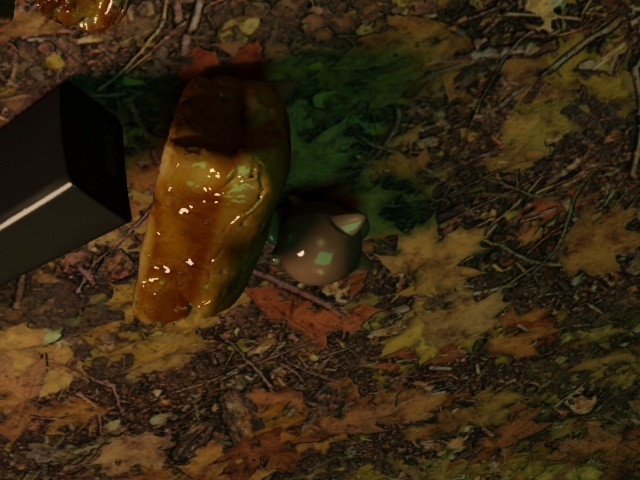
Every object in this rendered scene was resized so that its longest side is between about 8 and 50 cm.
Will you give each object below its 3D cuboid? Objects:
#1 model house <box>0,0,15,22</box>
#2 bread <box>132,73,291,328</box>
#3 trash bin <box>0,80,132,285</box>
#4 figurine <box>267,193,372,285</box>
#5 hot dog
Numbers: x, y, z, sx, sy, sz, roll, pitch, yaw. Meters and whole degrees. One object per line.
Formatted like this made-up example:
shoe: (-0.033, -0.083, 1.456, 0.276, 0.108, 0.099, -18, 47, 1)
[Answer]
model house: (-0.375, -0.248, 1.542, 0.119, 0.148, 0.148, -43, 159, 26)
bread: (-0.132, -0.040, 1.880, 0.149, 0.195, 0.344, 15, 137, -4)
trash bin: (-0.350, -0.054, 1.816, 0.225, 0.165, 0.115, -29, 140, 22)
figurine: (0.000, 0.000, 2.037, 0.138, 0.125, 0.125, -2, 143, 9)
hot dog: (-0.251, -0.281, 1.641, 0.099, 0.065, 0.147, 16, 136, -20)
